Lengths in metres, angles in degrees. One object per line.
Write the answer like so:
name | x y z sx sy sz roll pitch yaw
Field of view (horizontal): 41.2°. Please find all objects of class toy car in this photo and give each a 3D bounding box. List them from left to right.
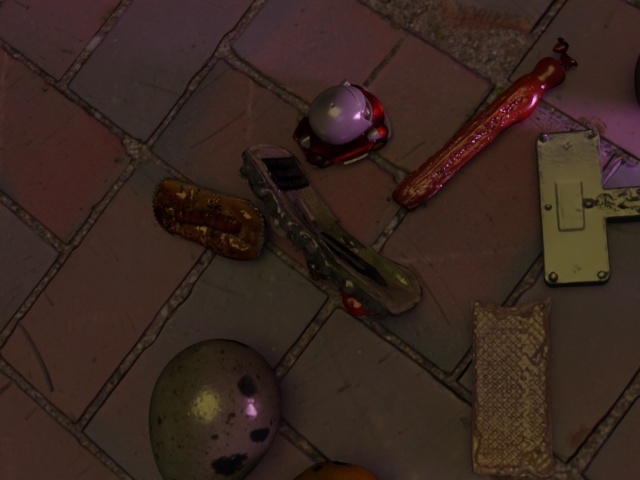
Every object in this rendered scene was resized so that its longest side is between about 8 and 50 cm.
toy car | 0.024 -0.173 1.237 0.139 0.112 0.112 -30 74 5

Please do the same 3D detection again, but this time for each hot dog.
hot dog | -0.165 -0.031 1.265 0.191 0.059 0.108 19 122 19

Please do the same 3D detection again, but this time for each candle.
candle | 0.237 -0.158 1.222 0.329 0.048 0.051 -42 59 2

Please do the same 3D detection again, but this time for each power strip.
power strip | 0.371 -0.047 1.158 0.145 0.061 0.215 -4 78 13

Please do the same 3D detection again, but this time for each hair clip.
hair clip | -0.002 0.001 1.210 0.321 0.138 0.091 48 121 16

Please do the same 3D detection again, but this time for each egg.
egg | -0.147 0.245 1.155 0.177 0.177 0.228 18 92 16

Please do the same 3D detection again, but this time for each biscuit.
biscuit | 0.255 0.193 1.135 0.108 0.062 0.238 0 79 11

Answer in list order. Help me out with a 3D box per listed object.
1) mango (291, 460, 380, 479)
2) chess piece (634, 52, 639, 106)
mango | -0.030 0.430 1.105 0.329 0.176 0.176 -49 49 18
chess piece | 0.582 -0.223 1.101 0.331 0.182 0.182 -1 78 18
